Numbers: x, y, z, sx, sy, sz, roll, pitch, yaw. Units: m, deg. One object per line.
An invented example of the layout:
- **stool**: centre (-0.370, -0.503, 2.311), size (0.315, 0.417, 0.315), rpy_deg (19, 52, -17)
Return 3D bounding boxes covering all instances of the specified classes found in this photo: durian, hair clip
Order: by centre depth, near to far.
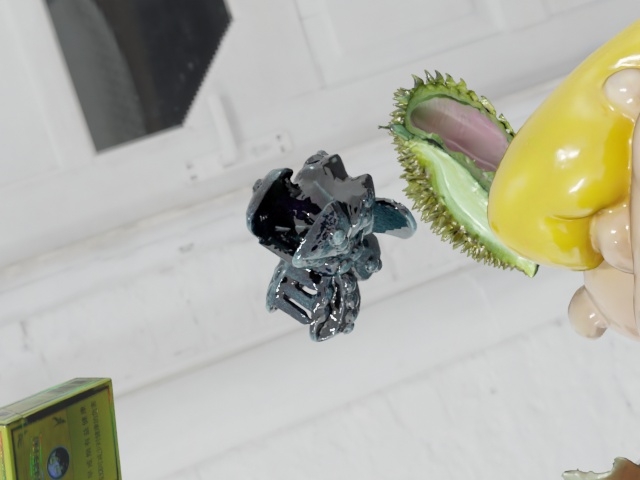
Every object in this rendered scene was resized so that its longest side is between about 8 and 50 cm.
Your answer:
- **durian**: centre (0.128, -0.064, 1.164), size (0.095, 0.137, 0.221), rpy_deg (-23, 121, 37)
- **hair clip**: centre (0.004, -0.006, 1.768), size (0.194, 0.206, 0.310), rpy_deg (35, 156, 22)

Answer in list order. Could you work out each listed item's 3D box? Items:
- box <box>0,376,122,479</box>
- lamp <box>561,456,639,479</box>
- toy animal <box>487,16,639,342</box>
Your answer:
- **box**: centre (-0.320, 0.253, 1.444), size (0.064, 0.220, 0.141), rpy_deg (-1, 96, 24)
- **lamp**: centre (0.257, 0.210, 0.751), size (0.284, 0.250, 0.250), rpy_deg (34, 163, -9)
- **toy animal**: centre (0.278, 0.005, 0.872), size (0.247, 0.277, 0.345), rpy_deg (-117, 17, -48)
